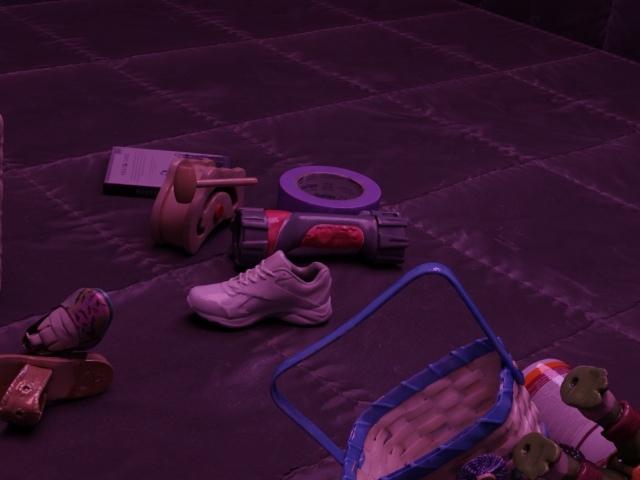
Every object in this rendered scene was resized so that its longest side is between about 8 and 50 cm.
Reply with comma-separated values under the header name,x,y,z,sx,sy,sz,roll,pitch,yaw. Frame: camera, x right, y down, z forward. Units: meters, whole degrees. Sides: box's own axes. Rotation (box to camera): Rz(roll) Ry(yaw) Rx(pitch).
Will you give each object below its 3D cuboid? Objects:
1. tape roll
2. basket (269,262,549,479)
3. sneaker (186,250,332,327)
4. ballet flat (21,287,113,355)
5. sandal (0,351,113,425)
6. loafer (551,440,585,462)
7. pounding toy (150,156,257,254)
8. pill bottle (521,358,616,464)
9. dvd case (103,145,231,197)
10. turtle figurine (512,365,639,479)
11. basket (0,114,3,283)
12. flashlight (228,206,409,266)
name,x,y,z,sx,sy,sz,roll,pitch,yaw
tape roll,0.014,-0.066,2.052,0.189,0.080,0.189,6,25,-3
basket,0.121,0.193,1.274,0.289,0.255,0.201,49,19,-10
sneaker,-0.091,0.066,1.711,0.232,0.115,0.090,-2,28,-19
ballet flat,-0.347,0.121,1.484,0.079,0.076,0.221,-21,-3,-34
sandal,-0.362,0.196,1.410,0.240,0.088,0.079,-6,29,-38
loafer,0.227,0.281,1.407,0.080,0.078,0.220,4,4,-44
pounding toy,-0.188,-0.052,1.914,0.155,0.154,0.269,16,8,17
pill bottle,0.346,0.256,1.437,0.121,0.121,0.221,-9,31,-30
dvd case,-0.292,-0.129,2.153,0.239,0.029,0.179,4,26,-6
turtle figurine,0.355,0.267,1.162,0.266,0.198,0.274,35,34,-20
basket,-0.645,-0.055,1.568,0.266,0.331,0.328,23,30,24
flashlight,0.000,0.000,1.906,0.304,0.103,0.103,4,21,-17
